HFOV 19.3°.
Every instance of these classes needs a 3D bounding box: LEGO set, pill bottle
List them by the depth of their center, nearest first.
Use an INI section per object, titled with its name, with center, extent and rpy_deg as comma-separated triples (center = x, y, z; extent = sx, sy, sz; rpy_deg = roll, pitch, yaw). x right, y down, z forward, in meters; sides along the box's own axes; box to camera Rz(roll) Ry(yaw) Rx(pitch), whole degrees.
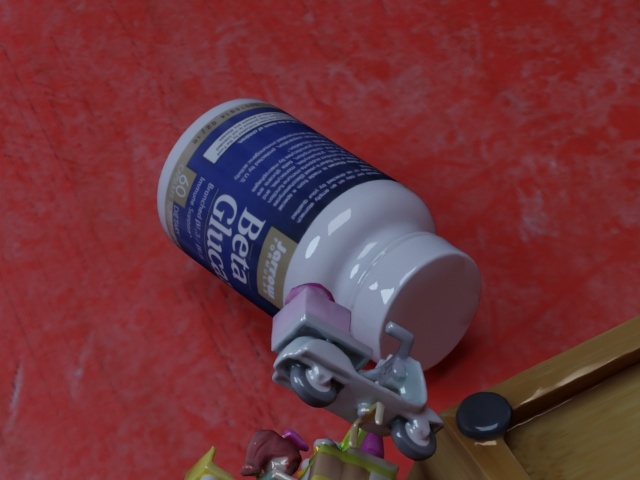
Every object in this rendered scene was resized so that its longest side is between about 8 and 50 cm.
[LEGO set]
center = -0.050, 0.119, 0.841
extent = 0.287, 0.132, 0.107
rpy_deg = -35, 23, 32
[pill bottle]
center = 0.000, 0.000, 0.966
extent = 0.094, 0.094, 0.169
rpy_deg = -37, 47, -22

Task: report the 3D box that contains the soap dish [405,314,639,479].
[soap dish]
center = 0.202, 0.111, 0.776
extent = 0.291, 0.118, 0.229
rpy_deg = -24, 43, -12
